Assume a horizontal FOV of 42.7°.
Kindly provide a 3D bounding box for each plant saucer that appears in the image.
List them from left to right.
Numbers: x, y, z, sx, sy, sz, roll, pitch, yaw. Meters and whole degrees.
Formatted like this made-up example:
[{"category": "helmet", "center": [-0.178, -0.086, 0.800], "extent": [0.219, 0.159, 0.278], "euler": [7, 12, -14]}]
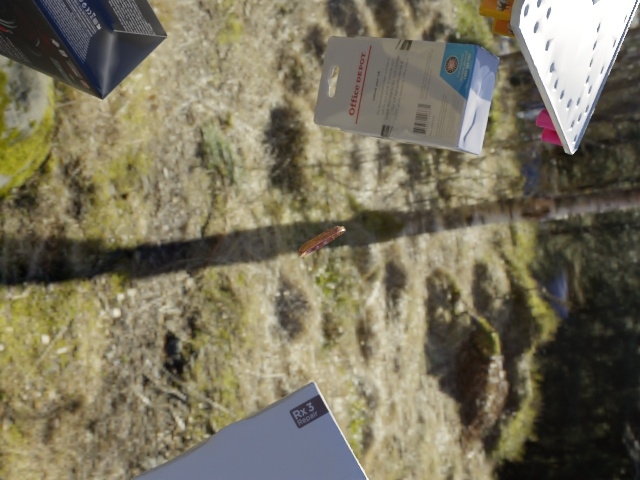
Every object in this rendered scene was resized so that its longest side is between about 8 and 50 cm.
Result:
[{"category": "plant saucer", "center": [0.000, 0.000, 1.275], "extent": [0.013, 0.083, 0.083], "euler": [59, 22, 5]}]

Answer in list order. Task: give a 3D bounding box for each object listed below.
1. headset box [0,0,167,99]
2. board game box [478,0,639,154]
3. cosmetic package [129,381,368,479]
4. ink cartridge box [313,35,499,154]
[{"category": "headset box", "center": [-0.331, -0.294, 0.858], "extent": [0.110, 0.293, 0.218], "euler": [-51, 145, -19]}, {"category": "board game box", "center": [0.316, -0.341, 0.942], "extent": [0.390, 0.050, 0.389], "euler": [30, 82, -62]}, {"category": "cosmetic package", "center": [-0.103, 0.305, 0.955], "extent": [0.156, 0.217, 0.385], "euler": [61, -20, 9]}, {"category": "ink cartridge box", "center": [0.088, -0.157, 0.870], "extent": [0.060, 0.180, 0.104], "euler": [2, 100, -55]}]
